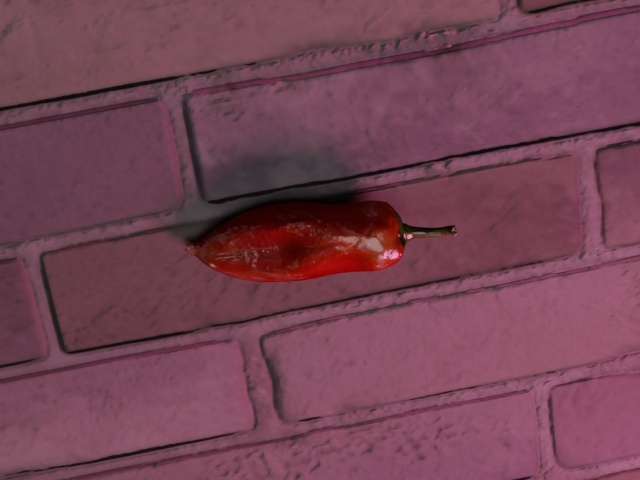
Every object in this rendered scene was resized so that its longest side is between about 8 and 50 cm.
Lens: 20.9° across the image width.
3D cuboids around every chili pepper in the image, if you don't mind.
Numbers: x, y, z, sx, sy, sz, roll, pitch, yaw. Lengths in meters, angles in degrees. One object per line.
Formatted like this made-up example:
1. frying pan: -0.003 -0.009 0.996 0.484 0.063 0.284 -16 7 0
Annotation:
1. chili pepper: 0.000 0.000 1.208 0.191 0.050 0.059 -3 124 6
